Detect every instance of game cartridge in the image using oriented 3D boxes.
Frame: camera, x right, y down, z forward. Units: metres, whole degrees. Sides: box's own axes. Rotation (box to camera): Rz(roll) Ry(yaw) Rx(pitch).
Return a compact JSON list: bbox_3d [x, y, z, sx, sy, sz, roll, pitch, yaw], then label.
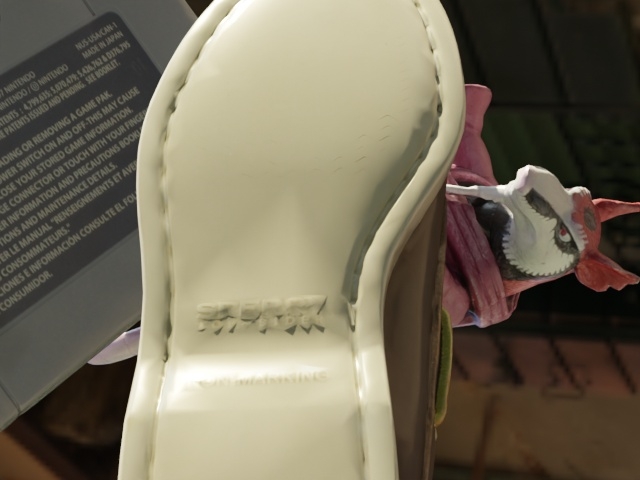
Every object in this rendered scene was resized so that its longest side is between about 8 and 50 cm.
[{"bbox_3d":[-0.153,-0.034,0.854,0.198,0.062,0.297,52,-134,-2],"label":"game cartridge"}]

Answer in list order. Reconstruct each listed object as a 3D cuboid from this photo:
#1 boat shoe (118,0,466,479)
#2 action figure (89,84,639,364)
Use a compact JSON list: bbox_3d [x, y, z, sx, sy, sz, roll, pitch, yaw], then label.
[{"bbox_3d":[-0.007,0.027,0.637,0.097,0.116,0.324,84,-172,-49],"label":"boat shoe"},{"bbox_3d":[0.000,0.000,1.028,0.248,0.370,0.276,-50,-32,-55],"label":"action figure"}]
